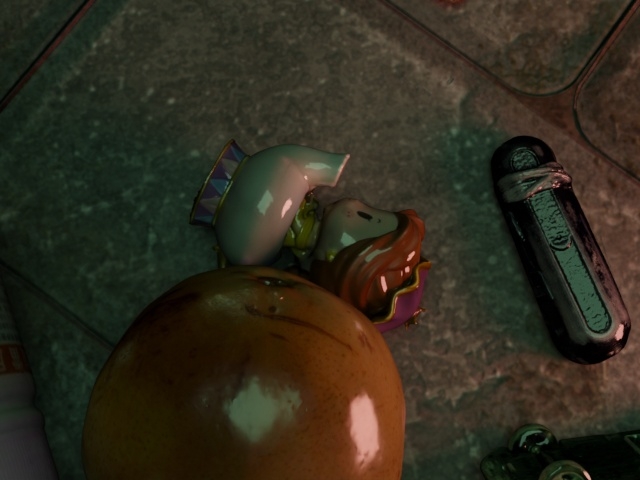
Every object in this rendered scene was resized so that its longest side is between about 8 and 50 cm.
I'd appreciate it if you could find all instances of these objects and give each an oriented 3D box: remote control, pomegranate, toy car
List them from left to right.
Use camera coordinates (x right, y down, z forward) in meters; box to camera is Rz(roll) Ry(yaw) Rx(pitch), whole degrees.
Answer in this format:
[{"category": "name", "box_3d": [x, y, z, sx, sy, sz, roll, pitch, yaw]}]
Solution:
[{"category": "pomegranate", "box_3d": [-0.070, 0.184, 1.116, 0.319, 0.319, 0.319, 1, 78, -4]}, {"category": "remote control", "box_3d": [0.260, 0.005, 1.282, 0.090, 0.066, 0.266, -19, 81, -12]}, {"category": "toy car", "box_3d": [0.320, 0.253, 1.207, 0.306, 0.136, 0.125, -8, 100, -5]}]

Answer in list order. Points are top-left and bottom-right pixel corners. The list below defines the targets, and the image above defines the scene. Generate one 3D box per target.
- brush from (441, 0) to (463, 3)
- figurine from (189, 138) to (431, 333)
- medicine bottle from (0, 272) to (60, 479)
[{"category": "brush", "box_3d": [0.032, -0.336, 1.356, 0.299, 0.039, 0.042, 21, 74, 4]}, {"category": "figurine", "box_3d": [0.000, 0.000, 1.231, 0.263, 0.142, 0.189, 28, 110, 0]}, {"category": "medicine bottle", "box_3d": [-0.384, 0.137, 1.140, 0.202, 0.202, 0.316, -19, 81, -8]}]
